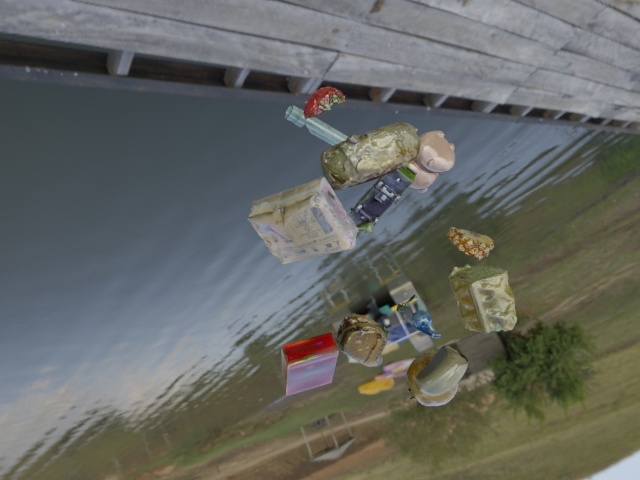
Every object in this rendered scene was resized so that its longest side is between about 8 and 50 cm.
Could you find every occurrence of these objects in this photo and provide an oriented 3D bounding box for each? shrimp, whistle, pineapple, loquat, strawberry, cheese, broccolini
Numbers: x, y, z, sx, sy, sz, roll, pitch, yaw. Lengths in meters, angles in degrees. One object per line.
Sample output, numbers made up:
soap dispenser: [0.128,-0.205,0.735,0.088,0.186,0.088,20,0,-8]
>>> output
shrimp: [0.163,0.481,2.104,0.052,0.251,0.143,-53,161,-51]
whistle: [0.009,-0.411,1.763,0.312,0.062,0.062,24,135,-27]
whistle: [0.434,0.337,1.949,0.090,0.090,0.158,-11,-160,-34]
pineapple: [0.625,0.021,1.900,0.233,0.135,0.079,13,114,-28]
loquat: [0.440,0.557,1.870,0.213,0.213,0.213,-22,160,-8]
strawberry: [0.003,-0.462,1.575,0.147,0.082,0.187,-26,-169,-29]
cheese: [0.421,0.464,1.658,0.202,0.091,0.175,-46,-179,9]
broccolini: [0.343,0.244,1.862,0.030,0.035,0.140,19,141,-11]
broccolini: [0.003,0.004,1.705,0.392,0.074,0.079,-15,160,26]

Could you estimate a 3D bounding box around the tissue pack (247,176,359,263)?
tissue pack: [-0.052,-0.043,1.318,0.257,0.123,0.215,-12,128,34]

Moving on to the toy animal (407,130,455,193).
toy animal: [0.408,-0.309,1.843,0.229,0.210,0.221,-52,-168,-1]

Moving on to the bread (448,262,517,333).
bread: [0.663,0.233,1.903,0.196,0.252,0.238,-18,-167,-25]

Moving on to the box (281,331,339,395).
box: [-0.046,0.476,1.798,0.197,0.089,0.313,-12,145,-14]

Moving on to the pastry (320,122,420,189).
pastry: [0.149,-0.249,1.396,0.330,0.136,0.329,-18,-175,2]

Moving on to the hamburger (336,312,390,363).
hamburger: [0.165,0.408,1.915,0.183,0.206,0.130,-63,-179,19]

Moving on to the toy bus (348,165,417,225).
toy bus: [0.227,-0.168,1.725,0.301,0.113,0.139,-48,-173,43]
